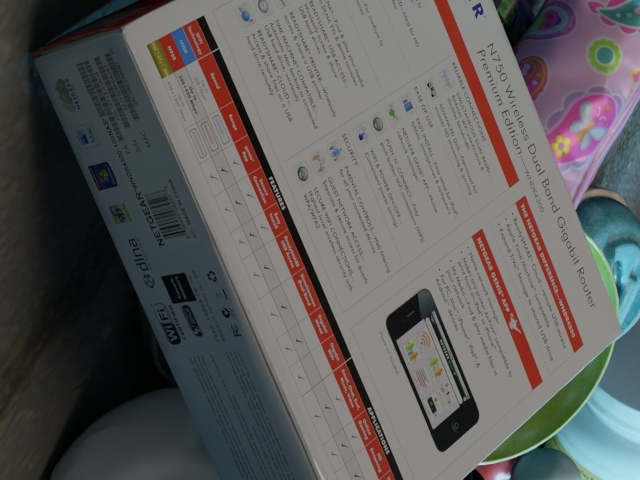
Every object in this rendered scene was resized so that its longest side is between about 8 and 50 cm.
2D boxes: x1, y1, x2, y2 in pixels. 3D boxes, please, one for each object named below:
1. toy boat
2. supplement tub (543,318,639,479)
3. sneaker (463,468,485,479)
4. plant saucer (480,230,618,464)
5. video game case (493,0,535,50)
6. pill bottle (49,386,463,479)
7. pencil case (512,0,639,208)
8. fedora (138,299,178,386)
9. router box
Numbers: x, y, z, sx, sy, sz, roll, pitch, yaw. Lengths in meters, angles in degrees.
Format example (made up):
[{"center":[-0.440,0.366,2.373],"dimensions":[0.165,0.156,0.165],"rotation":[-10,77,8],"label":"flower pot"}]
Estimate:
[{"center":[0.235,0.104,1.811],"dimensions":[0.267,0.148,0.318],"rotation":[13,101,-65],"label":"toy boat"},{"center":[0.366,0.266,2.131],"dimensions":[0.228,0.228,0.316],"rotation":[-37,144,-46],"label":"supplement tub"},{"center":[0.130,0.283,1.821],"dimensions":[0.147,0.104,0.296],"rotation":[-62,152,6],"label":"sneaker"},{"center":[0.154,0.083,1.650],"dimensions":[0.241,0.037,0.241],"rotation":[-10,115,-23],"label":"plant saucer"},{"center":[0.114,-0.128,1.504],"dimensions":[0.183,0.023,0.201],"rotation":[-61,154,-9],"label":"video game case"},{"center":[-0.017,0.231,1.336],"dimensions":[0.224,0.224,0.392],"rotation":[-65,155,1],"label":"pill bottle"},{"center":[0.191,-0.096,1.515],"dimensions":[0.284,0.124,0.124],"rotation":[-58,155,-12],"label":"pencil case"},{"center":[0.000,0.000,1.274],"dimensions":[0.275,0.124,0.243],"rotation":[-44,149,-38],"label":"fedora"},{"center":[0.021,-0.018,1.120],"dimensions":[0.301,0.082,0.335],"rotation":[-34,106,-43],"label":"router box"}]
